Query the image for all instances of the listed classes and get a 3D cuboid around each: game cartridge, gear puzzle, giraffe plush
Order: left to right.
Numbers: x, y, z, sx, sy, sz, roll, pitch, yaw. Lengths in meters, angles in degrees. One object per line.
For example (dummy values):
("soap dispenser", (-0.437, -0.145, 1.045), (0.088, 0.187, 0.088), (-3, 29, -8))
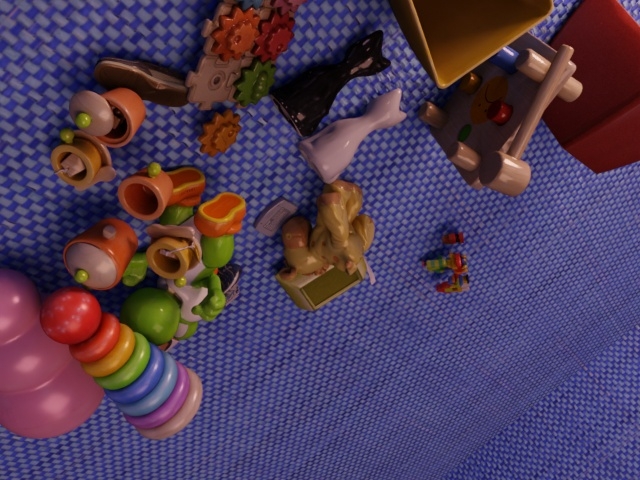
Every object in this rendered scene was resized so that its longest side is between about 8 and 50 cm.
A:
("gear puzzle", (-0.113, -0.262, 1.004), (0.176, 0.044, 0.338), (-16, 141, -50))
("game cartridge", (-0.089, -0.047, 1.300), (0.083, 0.017, 0.056), (-44, 143, 12))
("giraffe plush", (0.000, 0.000, 1.307), (0.171, 0.210, 0.181), (-14, 175, 26))

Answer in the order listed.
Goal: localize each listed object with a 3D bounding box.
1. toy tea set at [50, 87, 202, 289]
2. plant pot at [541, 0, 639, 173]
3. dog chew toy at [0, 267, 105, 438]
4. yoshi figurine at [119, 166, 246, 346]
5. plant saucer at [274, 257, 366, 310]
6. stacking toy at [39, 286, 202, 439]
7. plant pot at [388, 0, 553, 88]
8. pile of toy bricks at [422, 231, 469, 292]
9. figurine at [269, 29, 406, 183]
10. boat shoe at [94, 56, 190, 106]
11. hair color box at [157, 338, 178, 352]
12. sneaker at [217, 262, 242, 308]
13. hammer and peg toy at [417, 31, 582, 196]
("toy tea set", (-0.311, -0.054, 0.976), (0.200, 0.124, 0.335), (-2, 122, 18))
("plant pot", (0.571, -0.291, 1.333), (0.236, 0.267, 0.267), (-39, 142, 28))
("dog chew toy", (-0.493, 0.181, 1.122), (0.207, 0.206, 0.331), (-24, 132, -12))
("yoshi figurine", (-0.260, 0.065, 1.178), (0.203, 0.203, 0.362), (5, 131, -17))
("plant saucer", (0.016, 0.079, 1.450), (0.188, 0.045, 0.188), (-33, 150, -2))
("stacking toy", (-0.336, 0.198, 1.108), (0.141, 0.141, 0.330), (-34, 131, -1))
("plant pot", (0.189, -0.399, 0.999), (0.212, 0.187, 0.212), (-35, 140, 0))
("pile of toy bricks", (0.299, 0.057, 1.618), (0.105, 0.118, 0.212), (-7, 159, 11))
("figurine", (0.048, -0.229, 1.160), (0.209, 0.092, 0.215), (-36, 142, -4))
("boat shoe", (-0.258, -0.235, 0.972), (0.056, 0.049, 0.152), (-36, 149, 32))
("hair color box", (-0.366, 0.225, 1.364), (0.141, 0.043, 0.072), (-43, 139, 10))
("sneaker", (-0.189, 0.093, 1.355), (0.058, 0.052, 0.135), (-3, 139, -45))
("hammer and peg toy", (0.320, -0.221, 1.142), (0.127, 0.361, 0.265), (24, 115, -24))
